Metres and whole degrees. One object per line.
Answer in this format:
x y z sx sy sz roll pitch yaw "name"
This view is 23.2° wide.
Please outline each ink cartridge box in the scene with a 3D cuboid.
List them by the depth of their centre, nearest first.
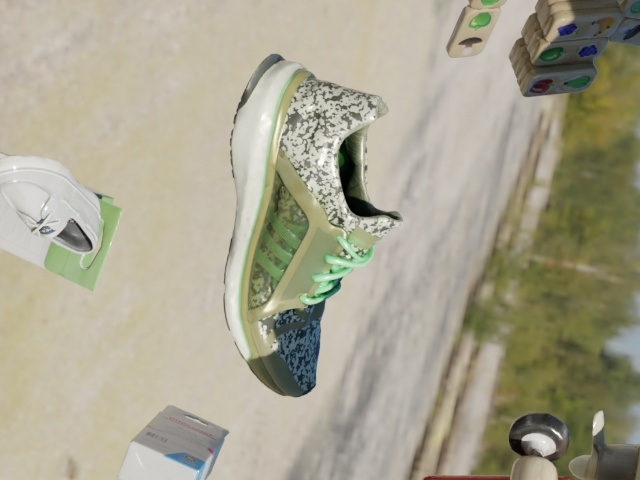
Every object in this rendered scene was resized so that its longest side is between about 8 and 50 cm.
-0.320 -0.022 1.887 0.062 0.209 0.109 13 99 -63 "ink cartridge box"
-0.202 0.298 2.179 0.181 0.104 0.061 -43 156 -75 "ink cartridge box"

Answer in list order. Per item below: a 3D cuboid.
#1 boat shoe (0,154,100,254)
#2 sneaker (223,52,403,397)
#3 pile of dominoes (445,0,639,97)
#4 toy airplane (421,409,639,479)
-0.275 -0.032 1.567 0.184 0.066 0.063 55 23 -67 "boat shoe"
0.000 0.000 1.765 0.158 0.182 0.410 -36 131 -56 "sneaker"
0.212 -0.192 1.109 0.251 0.196 0.040 113 -35 -58 "pile of dominoes"
0.318 0.348 1.539 0.386 0.384 0.272 -18 147 -29 "toy airplane"
